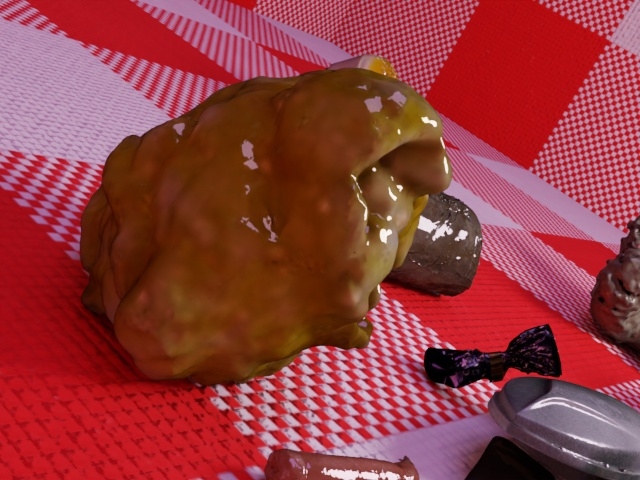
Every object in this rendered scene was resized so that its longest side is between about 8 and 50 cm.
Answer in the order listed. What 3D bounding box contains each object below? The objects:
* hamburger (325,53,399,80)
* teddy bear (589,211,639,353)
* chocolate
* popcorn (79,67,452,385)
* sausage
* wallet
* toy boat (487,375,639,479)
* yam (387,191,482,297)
[{"bbox_3d":[0.087,-0.241,1.817,0.152,0.227,0.295,10,14,17],"label":"hamburger"},{"bbox_3d":[0.646,0.139,1.653,0.368,0.224,0.357,36,31,13],"label":"teddy bear"},{"bbox_3d":[0.189,0.136,1.047,0.072,0.147,0.070,-28,101,-76],"label":"chocolate"},{"bbox_3d":[-0.045,-0.033,0.836,0.294,0.292,0.334,21,13,-13],"label":"popcorn"},{"bbox_3d":[0.023,0.183,0.739,0.158,0.036,0.042,14,57,-43],"label":"sausage"},{"bbox_3d":[0.182,0.231,0.899,0.082,0.018,0.157,35,16,16],"label":"wallet"},{"bbox_3d":[0.252,0.195,0.961,0.141,0.092,0.320,35,7,36],"label":"toy boat"},{"bbox_3d":[0.113,-0.013,1.302,0.254,0.154,0.154,21,18,-37],"label":"yam"}]
